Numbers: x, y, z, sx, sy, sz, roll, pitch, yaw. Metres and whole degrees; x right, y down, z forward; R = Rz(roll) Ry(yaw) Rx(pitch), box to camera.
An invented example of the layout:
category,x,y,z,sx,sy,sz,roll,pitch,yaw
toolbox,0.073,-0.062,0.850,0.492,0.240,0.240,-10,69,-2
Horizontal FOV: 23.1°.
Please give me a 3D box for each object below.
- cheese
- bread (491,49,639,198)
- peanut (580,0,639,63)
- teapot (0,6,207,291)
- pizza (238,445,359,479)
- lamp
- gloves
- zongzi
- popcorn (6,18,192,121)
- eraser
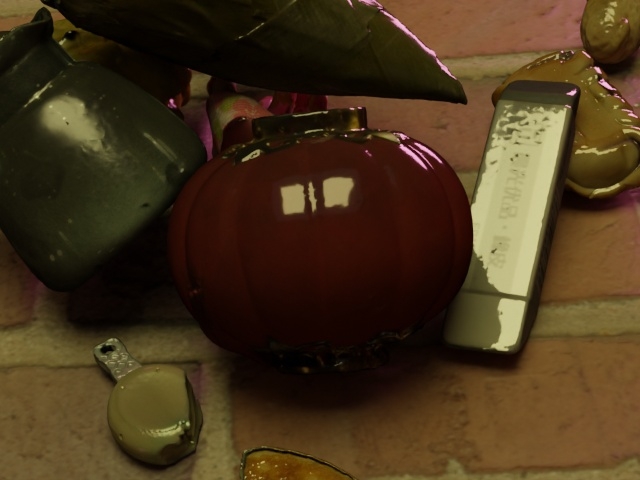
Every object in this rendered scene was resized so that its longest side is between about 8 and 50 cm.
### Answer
category,x,y,z,sx,sy,sz,roll,pitch,yaw
cheese,-0.170,0.151,1.553,0.092,0.047,0.171,-13,42,-9
bread,0.287,-0.128,1.782,0.134,0.081,0.225,-19,45,-6
peanut,0.374,-0.300,1.948,0.099,0.099,0.214,4,47,11
teapot,-0.299,-0.107,1.657,0.285,0.305,0.223,48,65,-8
pizza,-0.019,0.272,1.413,0.185,0.036,0.176,16,49,20
lamp,0.000,0.000,1.537,0.303,0.257,0.303,-6,3,0
gloves,-0.066,-0.122,1.796,0.145,0.126,0.241,3,9,1
zongzi,-0.077,-0.240,1.663,0.393,0.174,0.356,30,16,30
popcorn,-0.284,-0.181,1.823,0.266,0.192,0.233,19,44,10
eraser,0.205,-0.033,1.647,0.089,0.061,0.352,6,63,19
